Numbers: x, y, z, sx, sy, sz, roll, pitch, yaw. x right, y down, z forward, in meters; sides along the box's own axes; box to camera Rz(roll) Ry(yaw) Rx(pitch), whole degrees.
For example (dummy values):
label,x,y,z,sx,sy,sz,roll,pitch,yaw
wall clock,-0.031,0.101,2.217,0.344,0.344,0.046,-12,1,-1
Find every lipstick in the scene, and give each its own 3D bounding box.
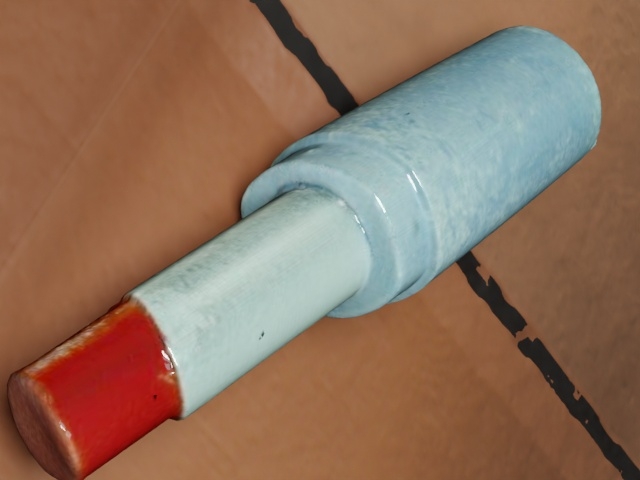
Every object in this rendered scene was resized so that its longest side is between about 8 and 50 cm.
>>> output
label,x,y,z,sx,sy,sz,roll,pitch,yaw
lipstick,0.000,0.000,0.600,0.274,0.068,0.061,-34,116,-46
